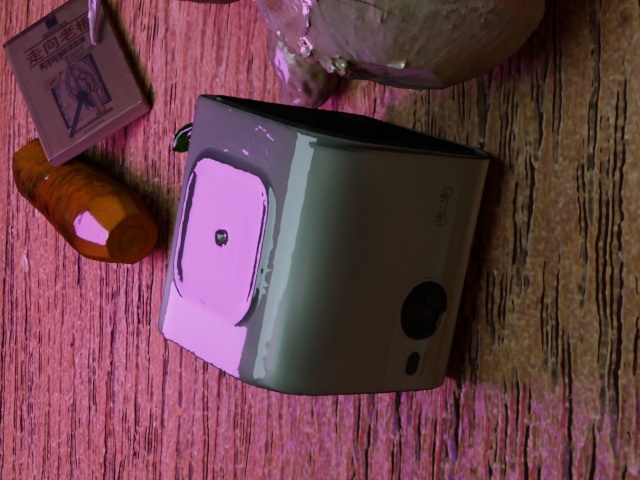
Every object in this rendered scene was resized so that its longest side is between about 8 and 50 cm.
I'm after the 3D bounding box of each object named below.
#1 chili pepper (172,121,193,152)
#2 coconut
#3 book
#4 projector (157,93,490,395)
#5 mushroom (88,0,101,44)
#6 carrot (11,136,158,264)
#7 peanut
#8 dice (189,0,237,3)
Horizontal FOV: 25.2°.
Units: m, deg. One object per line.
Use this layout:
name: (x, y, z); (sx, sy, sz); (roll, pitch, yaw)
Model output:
chili pepper: (-0.121, -0.113, 1.750); (0.182, 0.050, 0.073); (37, 123, 48)
coconut: (0.075, -0.270, 1.335); (0.297, 0.297, 0.254); (-12, 77, 50)
book: (-0.339, -0.229, 1.979); (0.161, 0.026, 0.231); (-31, 59, 7)
projector: (0.000, 0.000, 1.438); (0.248, 0.249, 0.249); (23, 106, 49)
mushroom: (-0.333, -0.422, 1.979); (0.068, 0.043, 0.306); (127, 128, -67)
carrot: (-0.325, -0.051, 1.950); (0.302, 0.114, 0.114); (32, 112, 49)
peanut: (0.000, -0.248, 1.581); (0.104, 0.086, 0.227); (37, 118, 25)
dice: (-0.182, -0.413, 1.662); (0.233, 0.227, 0.238); (24, 109, 31)
